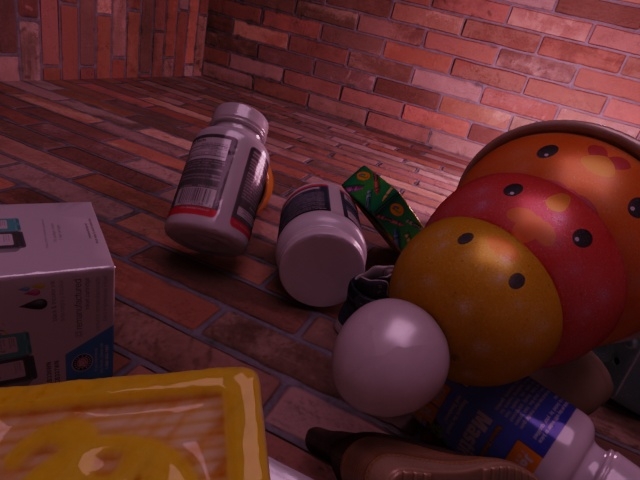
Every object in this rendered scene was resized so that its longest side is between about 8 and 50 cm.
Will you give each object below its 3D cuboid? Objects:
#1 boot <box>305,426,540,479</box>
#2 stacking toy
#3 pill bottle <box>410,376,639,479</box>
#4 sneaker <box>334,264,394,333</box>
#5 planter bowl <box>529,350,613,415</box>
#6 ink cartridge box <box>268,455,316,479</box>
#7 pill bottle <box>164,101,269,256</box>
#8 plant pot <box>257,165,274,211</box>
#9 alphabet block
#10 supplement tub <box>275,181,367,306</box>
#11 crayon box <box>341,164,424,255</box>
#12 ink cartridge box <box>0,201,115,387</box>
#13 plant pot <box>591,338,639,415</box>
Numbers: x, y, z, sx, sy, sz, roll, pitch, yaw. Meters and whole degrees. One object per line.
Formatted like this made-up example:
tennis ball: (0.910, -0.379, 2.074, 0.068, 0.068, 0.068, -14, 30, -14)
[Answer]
boot: (0.122, 0.275, 0.531, 0.248, 0.090, 0.207, 23, -18, -16)
stacking toy: (0.210, 0.067, 0.559, 0.480, 0.350, 0.351, -27, 46, -35)
pill bottle: (0.273, 0.269, 0.627, 0.152, 0.152, 0.272, -14, 37, -44)
sneaker: (0.142, 0.142, 0.807, 0.226, 0.163, 0.086, 26, 26, 20)
planter bowl: (0.380, 0.242, 0.759, 0.109, 0.162, 0.162, -32, 46, -22)
ink cartridge box: (-0.110, 0.369, 0.353, 0.308, 0.091, 0.385, 21, 43, 13)
pill bottle: (-0.212, -0.138, 0.991, 0.176, 0.176, 0.318, 13, 69, -3)
plant pot: (-0.212, -0.158, 1.217, 0.205, 0.205, 0.188, 18, 10, 9)
alphabet block: (-0.131, 0.223, 0.296, 0.193, 0.197, 0.192, -3, 43, -14)
supplement tub: (0.000, 0.000, 0.983, 0.191, 0.191, 0.272, 11, 26, -6)
crayon box: (0.184, -0.044, 1.115, 0.278, 0.081, 0.165, 46, 4, -38)
ink cartridge box: (-0.438, 0.079, 0.595, 0.270, 0.198, 0.197, -6, 33, -34)
plant pot: (0.646, 0.197, 0.874, 0.252, 0.247, 0.248, 1, 28, -13)
